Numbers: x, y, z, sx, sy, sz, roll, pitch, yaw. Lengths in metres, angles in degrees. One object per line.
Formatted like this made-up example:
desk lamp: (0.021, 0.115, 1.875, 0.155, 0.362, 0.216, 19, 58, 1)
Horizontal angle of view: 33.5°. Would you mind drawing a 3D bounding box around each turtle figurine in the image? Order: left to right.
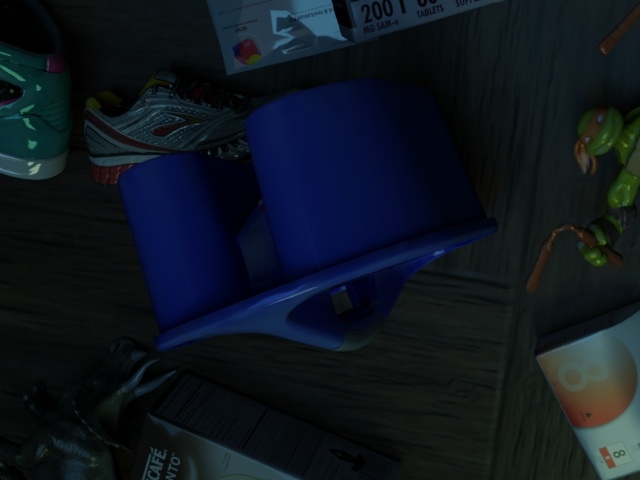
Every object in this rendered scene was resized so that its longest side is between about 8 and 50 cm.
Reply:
turtle figurine: (0.289, -0.054, 0.853, 0.217, 0.087, 0.269, 20, 112, 0)

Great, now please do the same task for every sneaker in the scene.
sneaker: (-0.355, -0.185, 0.966, 0.296, 0.123, 0.178, 22, 120, -1)
sneaker: (-0.117, -0.109, 0.949, 0.225, 0.088, 0.092, -8, 107, 19)

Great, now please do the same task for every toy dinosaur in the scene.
toy dinosaur: (-0.262, 0.252, 1.117, 0.160, 0.121, 0.313, 16, 111, 24)

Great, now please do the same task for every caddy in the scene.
caddy: (0.000, 0.000, 0.834, 0.241, 0.341, 0.179, -23, 85, 23)

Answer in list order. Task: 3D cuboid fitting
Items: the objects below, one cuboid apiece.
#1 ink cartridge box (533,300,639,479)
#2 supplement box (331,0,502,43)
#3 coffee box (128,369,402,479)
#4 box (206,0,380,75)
ink cartridge box: (0.302, 0.125, 0.944, 0.179, 0.045, 0.145, -24, 103, 26)
supplement box: (0.051, -0.286, 0.816, 0.130, 0.073, 0.239, -17, 106, -3)
coffee box: (-0.061, 0.251, 1.067, 0.247, 0.098, 0.141, 21, 115, 7)
box: (-0.036, -0.247, 0.899, 0.145, 0.038, 0.186, -10, 107, 20)
